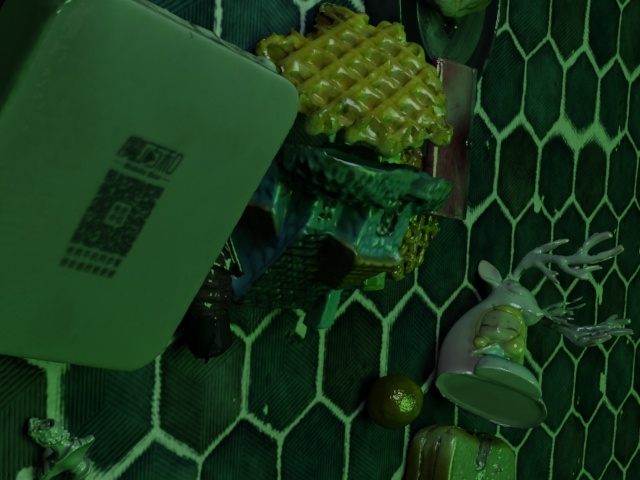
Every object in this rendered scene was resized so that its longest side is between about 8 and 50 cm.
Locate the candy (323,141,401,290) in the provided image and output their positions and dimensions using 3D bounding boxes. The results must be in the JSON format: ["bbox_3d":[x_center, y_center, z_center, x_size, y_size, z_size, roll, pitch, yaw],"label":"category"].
[{"bbox_3d":[0.047,-0.033,1.738,0.062,0.097,0.194,4,94,-55],"label":"candy"}]

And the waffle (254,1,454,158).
[{"bbox_3d":[0.042,-0.211,1.605,0.291,0.291,0.051,-38,164,-47],"label":"waffle"}]

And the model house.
[{"bbox_3d":[0.000,0.000,1.570,0.261,0.226,0.241,7,101,-55],"label":"model house"}]

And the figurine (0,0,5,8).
[{"bbox_3d":[-0.245,-0.302,1.190,0.370,0.167,0.281,-36,122,-37],"label":"figurine"}]

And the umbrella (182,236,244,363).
[{"bbox_3d":[-0.145,-0.010,1.462,0.090,0.094,0.326,-25,117,-37],"label":"umbrella"}]

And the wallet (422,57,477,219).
[{"bbox_3d":[0.190,-0.149,1.873,0.119,0.025,0.232,5,89,-55],"label":"wallet"}]

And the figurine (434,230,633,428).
[{"bbox_3d":[0.366,0.151,2.120,0.206,0.284,0.315,64,35,-42],"label":"figurine"}]

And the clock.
[{"bbox_3d":[0.174,-0.364,1.891,0.319,0.066,0.318,-17,111,-53],"label":"clock"}]

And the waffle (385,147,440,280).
[{"bbox_3d":[0.113,-0.037,1.861,0.193,0.070,0.197,55,52,-47],"label":"waffle"}]

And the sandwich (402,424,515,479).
[{"bbox_3d":[0.228,0.436,2.116,0.273,0.095,0.249,22,75,-55],"label":"sandwich"}]

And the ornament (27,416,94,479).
[{"bbox_3d":[-0.277,0.226,1.358,0.068,0.041,0.092,-20,127,-29],"label":"ornament"}]

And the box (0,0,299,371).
[{"bbox_3d":[-0.219,-0.056,1.245,0.367,0.090,0.373,19,103,-56],"label":"box"}]

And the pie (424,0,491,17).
[{"bbox_3d":[0.209,-0.457,1.804,0.306,0.071,0.306,-20,114,-53],"label":"pie"}]

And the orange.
[{"bbox_3d":[0.114,0.242,1.909,0.095,0.085,0.085,-14,108,-52],"label":"orange"}]
